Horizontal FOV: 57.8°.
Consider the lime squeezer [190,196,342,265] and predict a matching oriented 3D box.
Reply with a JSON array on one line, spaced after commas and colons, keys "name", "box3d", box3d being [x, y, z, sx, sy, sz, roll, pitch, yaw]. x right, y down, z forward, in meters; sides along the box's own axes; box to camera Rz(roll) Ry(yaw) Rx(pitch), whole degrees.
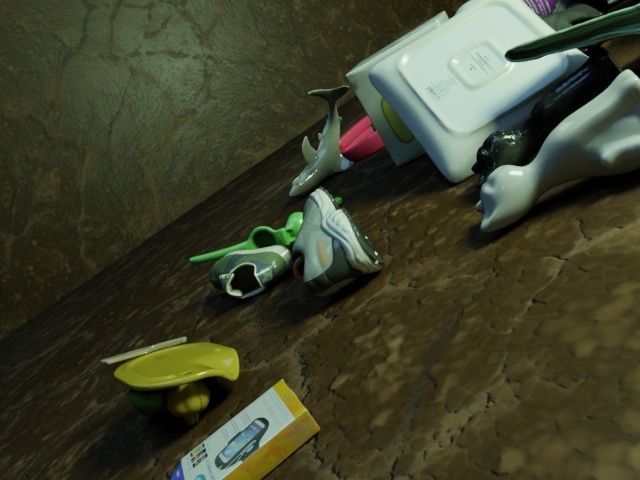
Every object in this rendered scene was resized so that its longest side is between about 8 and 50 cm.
[{"name": "lime squeezer", "box3d": [-0.082, -0.017, 1.039, 0.310, 0.059, 0.110, -24, 33, -16]}]

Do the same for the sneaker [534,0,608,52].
[{"name": "sneaker", "box3d": [0.482, -0.396, 1.088, 0.286, 0.109, 0.130, -35, 38, -31]}]

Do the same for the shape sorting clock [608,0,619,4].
[{"name": "shape sorting clock", "box3d": [0.676, -0.584, 1.361, 0.206, 0.040, 0.206, -30, 15, 9]}]

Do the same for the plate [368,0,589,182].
[{"name": "plate", "box3d": [0.245, -0.260, 0.894, 0.278, 0.045, 0.277, -32, 59, 4]}]

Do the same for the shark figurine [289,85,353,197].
[{"name": "shark figurine", "box3d": [0.031, -0.224, 1.377, 0.116, 0.279, 0.166, 25, 15, 28]}]

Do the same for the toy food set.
[{"name": "toy food set", "box3d": [-0.178, 0.176, 0.708, 0.128, 0.071, 0.217, -14, 6, -33]}]

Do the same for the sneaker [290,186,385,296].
[{"name": "sneaker", "box3d": [0.000, 0.000, 0.819, 0.108, 0.100, 0.271, -37, 15, 2]}]

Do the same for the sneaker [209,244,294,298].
[{"name": "sneaker", "box3d": [-0.136, 0.059, 0.956, 0.192, 0.064, 0.086, -16, 18, 39]}]

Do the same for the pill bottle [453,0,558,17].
[{"name": "pill bottle", "box3d": [0.427, -0.493, 1.312, 0.322, 0.182, 0.181, -37, 16, -13]}]

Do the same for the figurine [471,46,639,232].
[{"name": "figurine", "box3d": [0.263, -0.104, 0.661, 0.209, 0.092, 0.215, -34, 14, 27]}]

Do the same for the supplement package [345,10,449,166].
[{"name": "supplement package", "box3d": [0.191, -0.287, 1.108, 0.194, 0.203, 0.149, -25, 17, 28]}]

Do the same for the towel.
[{"name": "towel", "box3d": [0.439, -0.276, 0.719, 0.324, 0.038, 0.248, -17, 12, -16]}]

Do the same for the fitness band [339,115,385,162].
[{"name": "fitness band", "box3d": [0.152, -0.286, 1.480, 0.209, 0.054, 0.291, -14, 25, 43]}]

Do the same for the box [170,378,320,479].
[{"name": "box", "box3d": [-0.071, 0.187, 0.516, 0.136, 0.028, 0.081, -39, 16, -11]}]
